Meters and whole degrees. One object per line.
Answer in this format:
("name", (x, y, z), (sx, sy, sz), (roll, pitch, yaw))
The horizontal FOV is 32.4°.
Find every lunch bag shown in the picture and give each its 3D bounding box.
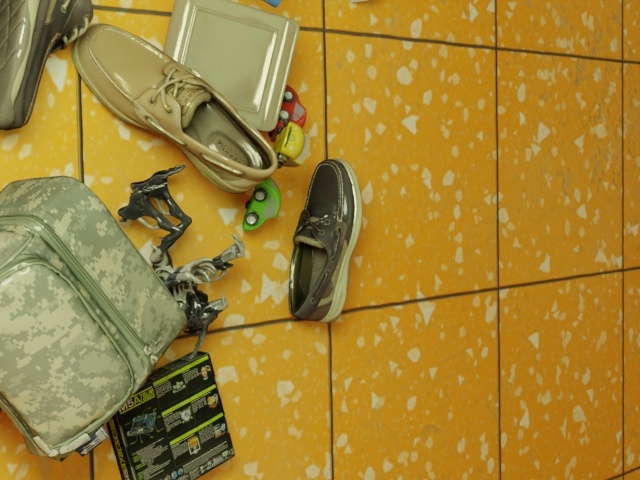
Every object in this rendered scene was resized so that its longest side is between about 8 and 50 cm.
("lunch bag", (-0.358, 0.104, 1.443), (0.256, 0.212, 0.305), (-52, 126, -32))

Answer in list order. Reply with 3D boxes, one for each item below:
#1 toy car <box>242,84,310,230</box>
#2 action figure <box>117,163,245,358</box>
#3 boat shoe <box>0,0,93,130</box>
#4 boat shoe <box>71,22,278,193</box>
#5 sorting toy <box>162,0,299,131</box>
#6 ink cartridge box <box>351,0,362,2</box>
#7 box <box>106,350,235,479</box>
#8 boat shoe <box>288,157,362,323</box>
("toy car", (-0.069, -0.113, 1.763), (0.053, 0.239, 0.225), (17, 112, -11))
("action figure", (-0.196, 0.035, 1.647), (0.164, 0.140, 0.276), (-59, 131, -66))
("boat shoe", (-0.367, -0.314, 1.478), (0.130, 0.132, 0.356), (16, 82, -43))
("boat shoe", (-0.203, -0.203, 1.603), (0.341, 0.110, 0.122), (37, 68, -16))
("sorting toy", (-0.147, -0.275, 1.705), (0.196, 0.047, 0.348), (13, 91, -14))
("ink cartridge box", (0.089, -0.493, 1.970), (0.122, 0.052, 0.089), (-46, 122, -34))
("box", (-0.232, 0.289, 1.698), (0.190, 0.045, 0.184), (-26, 107, -40))
("boat shoe", (0.000, 0.000, 1.873), (0.092, 0.102, 0.285), (4, 95, -49))
